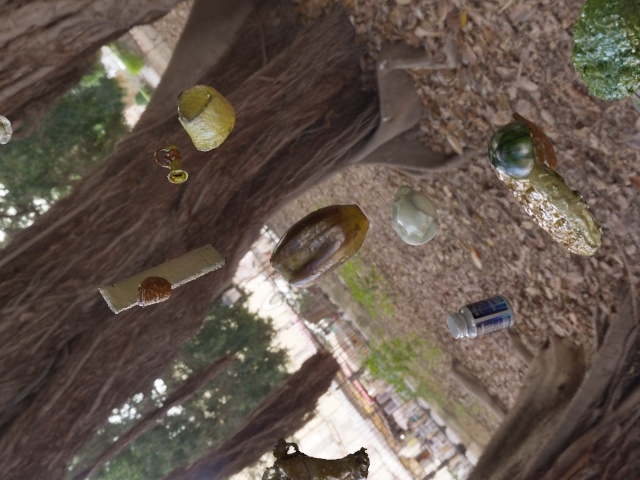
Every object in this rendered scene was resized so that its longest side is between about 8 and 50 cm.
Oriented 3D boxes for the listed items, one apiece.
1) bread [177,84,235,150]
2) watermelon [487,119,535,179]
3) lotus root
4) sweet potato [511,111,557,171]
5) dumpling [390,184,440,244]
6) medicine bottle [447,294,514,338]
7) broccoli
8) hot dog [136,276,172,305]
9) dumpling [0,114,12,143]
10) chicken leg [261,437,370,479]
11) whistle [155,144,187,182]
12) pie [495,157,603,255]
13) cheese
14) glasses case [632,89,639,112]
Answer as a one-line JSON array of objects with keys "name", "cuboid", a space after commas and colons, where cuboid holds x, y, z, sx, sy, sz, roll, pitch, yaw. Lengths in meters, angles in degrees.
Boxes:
[{"name": "bread", "cuboid": [-0.394, -0.423, 1.884, 0.197, 0.197, 0.170, 48, -179, 37]}, {"name": "watermelon", "cuboid": [0.329, -0.154, 0.961, 0.105, 0.062, 0.105, 167, 90, -81]}, {"name": "lotus root", "cuboid": [0.003, 0.002, 1.551, 0.193, 0.291, 0.193, 50, -169, -13]}, {"name": "sweet potato", "cuboid": [0.811, -0.369, 2.062, 0.097, 0.098, 0.291, 76, 172, -77]}, {"name": "dumpling", "cuboid": [0.314, -0.083, 1.889, 0.216, 0.166, 0.126, 47, -154, 12]}, {"name": "medicine bottle", "cuboid": [0.510, 0.248, 1.752, 0.107, 0.192, 0.106, 165, 90, -83]}, {"name": "broccoli", "cuboid": [0.635, -0.463, 1.136, 0.254, 0.302, 0.186, 50, 160, -24]}, {"name": "hot dog", "cuboid": [-0.340, 0.103, 1.111, 0.035, 0.058, 0.083, 14, -169, 27]}, {"name": "dumpling", "cuboid": [-0.714, -0.249, 1.207, 0.077, 0.059, 0.043, 49, 178, -34]}, {"name": "chicken leg", "cuboid": [-0.014, 0.418, 0.983, 0.125, 0.196, 0.080, -62, -41, -53]}, {"name": "whistle", "cuboid": [-0.363, -0.189, 1.330, 0.046, 0.057, 0.109, 71, 174, -57]}, {"name": "pie", "cuboid": [0.556, -0.097, 1.345, 0.339, 0.083, 0.339, 46, -173, -8]}, {"name": "cheese", "cuboid": [-0.424, 0.097, 1.527, 0.085, 0.034, 0.400, 50, -142, 11]}, {"name": "glasses case", "cuboid": [0.855, -0.383, 1.413, 0.095, 0.062, 0.272, 41, -165, 29]}]
